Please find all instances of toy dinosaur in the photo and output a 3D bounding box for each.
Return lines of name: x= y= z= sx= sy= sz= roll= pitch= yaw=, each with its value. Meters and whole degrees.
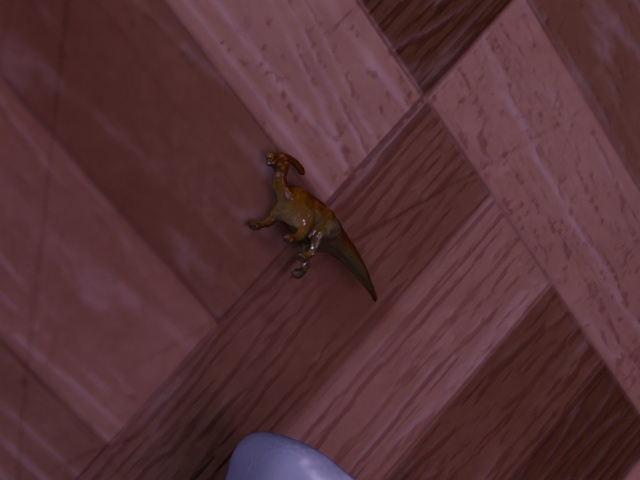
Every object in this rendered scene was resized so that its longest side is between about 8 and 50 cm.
toy dinosaur: x=-0.003 y=0.002 z=0.929 sx=0.041 sy=0.026 sz=0.113 roll=-52 pitch=123 yaw=-31

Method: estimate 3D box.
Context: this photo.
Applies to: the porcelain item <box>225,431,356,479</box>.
porcelain item: x=-0.103 y=0.295 z=0.868 sx=0.405 sy=0.178 sz=0.242 roll=-44 pitch=129 yaw=-15
